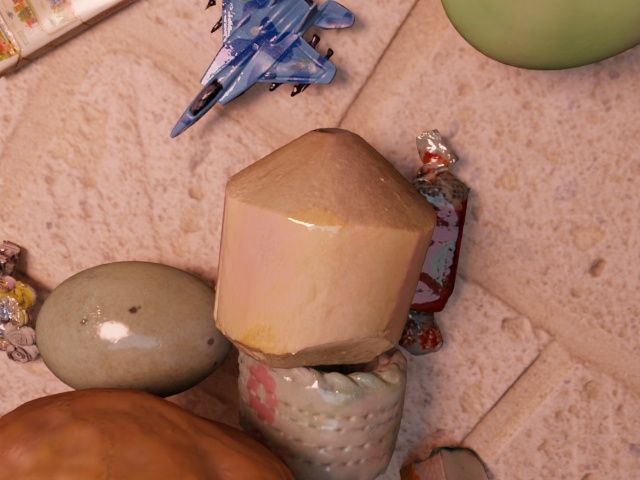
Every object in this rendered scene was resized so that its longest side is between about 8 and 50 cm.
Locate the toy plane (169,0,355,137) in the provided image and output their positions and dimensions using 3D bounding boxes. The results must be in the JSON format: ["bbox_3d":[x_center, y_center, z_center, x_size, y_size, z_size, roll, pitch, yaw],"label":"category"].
[{"bbox_3d":[-0.085,-0.205,0.629,0.169,0.078,0.246,45,110,-9],"label":"toy plane"}]

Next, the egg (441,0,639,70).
[{"bbox_3d":[0.243,-0.279,0.516,0.269,0.220,0.220,-21,104,-2],"label":"egg"}]

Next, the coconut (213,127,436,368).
[{"bbox_3d":[0.000,0.000,0.601,0.239,0.239,0.244,11,110,0],"label":"coconut"}]

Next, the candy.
[{"bbox_3d":[0.133,0.009,0.685,0.086,0.059,0.292,7,105,4],"label":"candy"}]

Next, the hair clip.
[{"bbox_3d":[-0.433,0.087,0.746,0.116,0.049,0.172,21,114,11],"label":"hair clip"}]

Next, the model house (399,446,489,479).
[{"bbox_3d":[0.171,0.350,0.773,0.100,0.088,0.100,20,135,-35],"label":"model house"}]

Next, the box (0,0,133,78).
[{"bbox_3d":[-0.323,-0.294,0.635,0.220,0.032,0.122,-25,102,9],"label":"box"}]

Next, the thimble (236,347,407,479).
[{"bbox_3d":[-0.004,0.189,0.678,0.211,0.185,0.149,9,105,10],"label":"thimble"}]

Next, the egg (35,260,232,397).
[{"bbox_3d":[-0.224,0.110,0.673,0.236,0.169,0.169,7,106,1],"label":"egg"}]

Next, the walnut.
[{"bbox_3d":[-0.186,0.318,0.527,0.381,0.381,0.381,1,106,3],"label":"walnut"}]
